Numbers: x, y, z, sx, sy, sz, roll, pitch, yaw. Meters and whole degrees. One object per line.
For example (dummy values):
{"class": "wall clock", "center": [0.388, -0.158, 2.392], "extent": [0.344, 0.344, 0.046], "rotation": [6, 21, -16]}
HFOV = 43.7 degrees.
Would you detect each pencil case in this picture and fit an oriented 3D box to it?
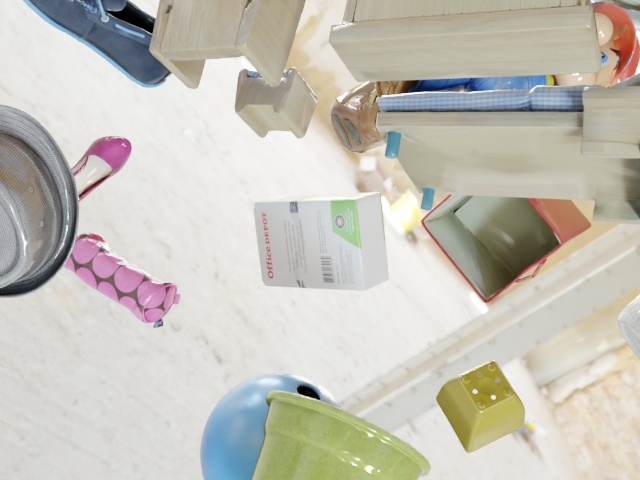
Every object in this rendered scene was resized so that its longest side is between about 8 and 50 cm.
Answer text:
{"class": "pencil case", "center": [-0.347, 0.063, 1.392], "extent": [0.209, 0.095, 0.098], "rotation": [32, 27, 21]}

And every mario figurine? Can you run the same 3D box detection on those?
{"class": "mario figurine", "center": [0.228, -0.200, 0.866], "extent": [0.170, 0.321, 0.198], "rotation": [20, -56, 60]}

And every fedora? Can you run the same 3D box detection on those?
{"class": "fedora", "center": [-0.459, -0.043, 1.074], "extent": [0.124, 0.244, 0.275], "rotation": [-117, -161, -78]}

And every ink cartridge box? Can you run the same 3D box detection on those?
{"class": "ink cartridge box", "center": [0.000, 0.000, 1.760], "extent": [0.115, 0.273, 0.198], "rotation": [-19, 107, -54]}

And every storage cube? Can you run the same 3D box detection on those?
{"class": "storage cube", "center": [0.333, -0.033, 1.423], "extent": [0.215, 0.184, 0.193], "rotation": [53, 32, 13]}

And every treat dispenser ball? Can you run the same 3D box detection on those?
{"class": "treat dispenser ball", "center": [-0.079, 0.391, 1.481], "extent": [0.288, 0.288, 0.288], "rotation": [48, 18, -21]}

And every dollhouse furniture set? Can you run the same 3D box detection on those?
{"class": "dollhouse furniture set", "center": [0.097, -0.149, 0.575], "extent": [0.303, 0.287, 0.198], "rotation": [41, 57, -60]}

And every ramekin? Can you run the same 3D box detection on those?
{"class": "ramekin", "center": [0.671, 0.190, 1.537], "extent": [0.207, 0.109, 0.207], "rotation": [54, 2, -3]}

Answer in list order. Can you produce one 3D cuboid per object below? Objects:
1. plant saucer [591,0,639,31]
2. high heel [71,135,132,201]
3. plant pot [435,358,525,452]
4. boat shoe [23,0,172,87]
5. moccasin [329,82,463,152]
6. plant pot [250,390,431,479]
{"class": "plant saucer", "center": [0.629, -0.592, 1.464], "extent": [0.400, 0.400, 0.100], "rotation": [48, 13, -22]}
{"class": "high heel", "center": [-0.480, -0.125, 1.620], "extent": [0.082, 0.244, 0.117], "rotation": [50, 34, -30]}
{"class": "plant pot", "center": [0.192, 0.186, 0.939], "extent": [0.083, 0.082, 0.081], "rotation": [85, -20, -57]}
{"class": "boat shoe", "center": [-0.255, -0.282, 0.918], "extent": [0.258, 0.089, 0.109], "rotation": [29, 36, -52]}
{"class": "moccasin", "center": [0.187, -0.261, 1.232], "extent": [0.147, 0.380, 0.139], "rotation": [8, -56, 57]}
{"class": "plant pot", "center": [-0.008, 0.401, 1.192], "extent": [0.276, 0.276, 0.253], "rotation": [42, 63, -36]}
